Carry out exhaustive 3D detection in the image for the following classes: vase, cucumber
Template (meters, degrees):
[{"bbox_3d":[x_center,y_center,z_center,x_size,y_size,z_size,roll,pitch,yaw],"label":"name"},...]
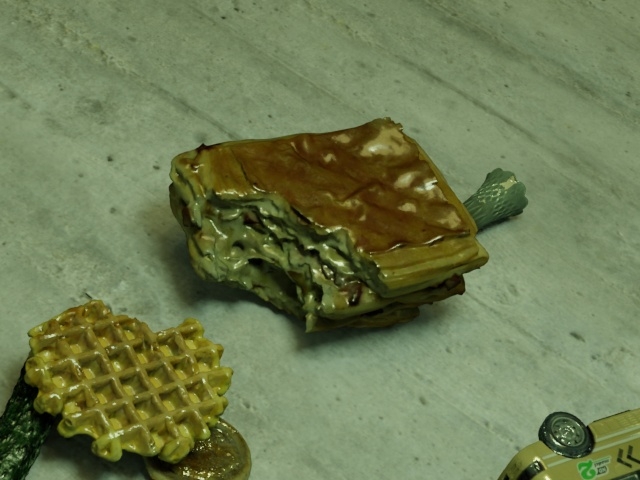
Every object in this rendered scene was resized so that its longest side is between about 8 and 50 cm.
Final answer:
[{"bbox_3d":[0.230,-0.042,2.315,0.081,0.081,0.148,39,49,25],"label":"vase"},{"bbox_3d":[-0.356,0.235,1.834,0.067,0.067,0.293,16,41,1],"label":"cucumber"}]

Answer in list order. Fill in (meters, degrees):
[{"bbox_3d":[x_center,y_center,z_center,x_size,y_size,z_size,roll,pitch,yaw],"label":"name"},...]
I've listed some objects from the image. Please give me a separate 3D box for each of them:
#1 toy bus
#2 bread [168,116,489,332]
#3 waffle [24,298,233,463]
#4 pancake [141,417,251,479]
[{"bbox_3d":[0.387,0.304,1.896,0.365,0.177,0.202,-12,53,-29],"label":"toy bus"},{"bbox_3d":[0.000,0.000,2.114,0.370,0.191,0.314,-12,52,-21],"label":"bread"},{"bbox_3d":[-0.234,0.159,1.897,0.253,0.056,0.249,31,41,1],"label":"waffle"},{"bbox_3d":[-0.150,0.258,1.900,0.139,0.022,0.139,9,40,-7],"label":"pancake"}]
